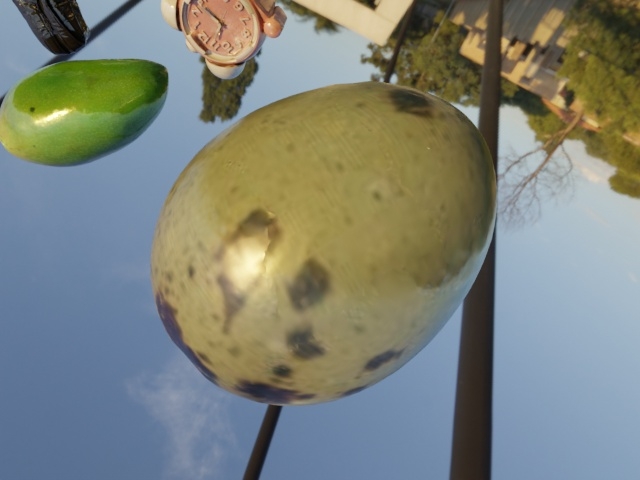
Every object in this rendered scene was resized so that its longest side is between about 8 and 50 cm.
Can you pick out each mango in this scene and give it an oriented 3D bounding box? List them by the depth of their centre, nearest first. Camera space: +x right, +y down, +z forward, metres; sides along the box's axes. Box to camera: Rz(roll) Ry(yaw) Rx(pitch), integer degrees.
[{"bbox_3d":[-0.483,-0.275,1.001,0.381,0.201,0.225,-17,-149,12],"label":"mango"}]

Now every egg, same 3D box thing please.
[{"bbox_3d":[0.000,0.000,0.576,0.345,0.428,0.345,42,-162,-17],"label":"egg"}]

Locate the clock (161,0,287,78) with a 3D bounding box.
[{"bbox_3d":[-0.157,-0.364,0.785,0.166,0.162,0.093,45,-148,-31],"label":"clock"}]

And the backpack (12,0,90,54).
[{"bbox_3d":[-0.558,-0.479,1.004,0.119,0.165,0.106,-8,-137,5],"label":"backpack"}]
